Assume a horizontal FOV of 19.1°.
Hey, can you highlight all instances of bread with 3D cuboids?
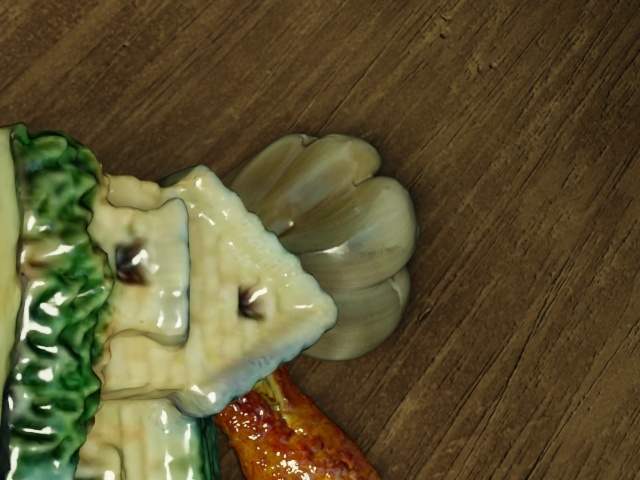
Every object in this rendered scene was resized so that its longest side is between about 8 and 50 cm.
[{"bbox_3d":[-0.019,0.223,1.986,0.139,0.095,0.269,-28,85,-49],"label":"bread"}]

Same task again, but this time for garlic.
[{"bbox_3d":[0.000,0.000,2.092,0.292,0.210,0.237,-18,48,-37],"label":"garlic"}]

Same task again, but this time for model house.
[{"bbox_3d":[-0.184,0.163,1.690,0.400,0.395,0.445,10,69,-37],"label":"model house"}]
